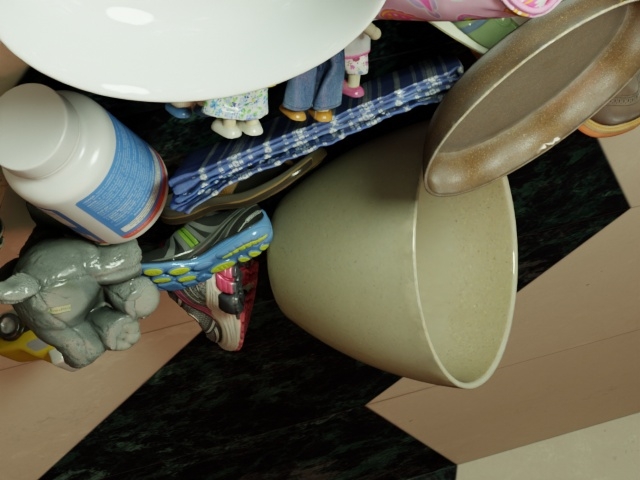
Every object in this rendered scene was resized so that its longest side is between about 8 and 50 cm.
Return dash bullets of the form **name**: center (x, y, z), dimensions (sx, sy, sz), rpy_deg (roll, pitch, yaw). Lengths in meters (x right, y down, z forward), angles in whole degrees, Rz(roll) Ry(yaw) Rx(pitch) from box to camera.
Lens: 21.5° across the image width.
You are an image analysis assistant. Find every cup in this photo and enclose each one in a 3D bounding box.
- **cup**: center (0.075, 0.015, 2.070), dimensions (0.237, 0.331, 0.331), rpy_deg (-2, 167, 26)

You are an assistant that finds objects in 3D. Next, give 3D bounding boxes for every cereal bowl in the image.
- **cereal bowl**: center (-0.112, -0.261, 1.363), dimensions (0.339, 0.141, 0.339), rpy_deg (-6, 151, -4)

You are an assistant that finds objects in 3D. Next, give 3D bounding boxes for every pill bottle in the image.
- **pill bottle**: center (-0.252, -0.082, 1.741), dimensions (0.124, 0.124, 0.221), rpy_deg (-24, 159, 10)

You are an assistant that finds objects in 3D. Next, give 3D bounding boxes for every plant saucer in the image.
- **plant saucer**: center (0.222, -0.159, 1.727), dimensions (0.311, 0.050, 0.310), rpy_deg (-31, 162, -11)

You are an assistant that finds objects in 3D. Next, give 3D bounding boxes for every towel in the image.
- **towel**: center (-0.002, -0.121, 1.827), dimensions (0.336, 0.040, 0.243), rpy_deg (-21, -170, 5)

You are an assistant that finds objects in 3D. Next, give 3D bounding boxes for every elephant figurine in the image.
- **elephant figurine**: center (-0.300, 0.031, 1.928), dimensions (0.169, 0.239, 0.186), rpy_deg (-32, 127, -13)

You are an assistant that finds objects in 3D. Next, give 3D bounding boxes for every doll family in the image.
- **doll family**: center (-0.030, -0.191, 1.638), dimensions (0.263, 0.118, 0.163), rpy_deg (-10, 126, -24)

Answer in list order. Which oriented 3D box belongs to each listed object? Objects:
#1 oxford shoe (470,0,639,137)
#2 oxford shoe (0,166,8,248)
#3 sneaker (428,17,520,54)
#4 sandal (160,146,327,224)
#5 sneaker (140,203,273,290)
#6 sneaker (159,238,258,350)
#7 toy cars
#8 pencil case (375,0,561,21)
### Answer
- **oxford shoe**: center (0.308, -0.213, 1.913), dimensions (0.133, 0.130, 0.364), rpy_deg (-38, 153, 26)
- **oxford shoe**: center (-0.409, 0.024, 1.870), dimensions (0.130, 0.123, 0.348), rpy_deg (-16, 160, -24)
- **sneaker**: center (0.153, -0.251, 1.704), dimensions (0.192, 0.064, 0.086), rpy_deg (26, 124, -28)
- **sandal**: center (-0.098, -0.076, 1.978), dimensions (0.219, 0.060, 0.090), rpy_deg (-14, -163, 26)
- **sneaker**: center (-0.150, 0.004, 2.046), dimensions (0.188, 0.078, 0.067), rpy_deg (-22, 149, 4)
- **sneaker**: center (-0.144, 0.057, 2.216), dimensions (0.112, 0.120, 0.299), rpy_deg (10, 159, 5)
- **toy cars**: center (-0.433, 0.140, 2.170), dimensions (0.394, 0.087, 0.176), rpy_deg (-8, 156, -27)
- **pencil case**: center (0.079, -0.253, 1.462), dimensions (0.284, 0.124, 0.124), rpy_deg (10, -177, 43)
